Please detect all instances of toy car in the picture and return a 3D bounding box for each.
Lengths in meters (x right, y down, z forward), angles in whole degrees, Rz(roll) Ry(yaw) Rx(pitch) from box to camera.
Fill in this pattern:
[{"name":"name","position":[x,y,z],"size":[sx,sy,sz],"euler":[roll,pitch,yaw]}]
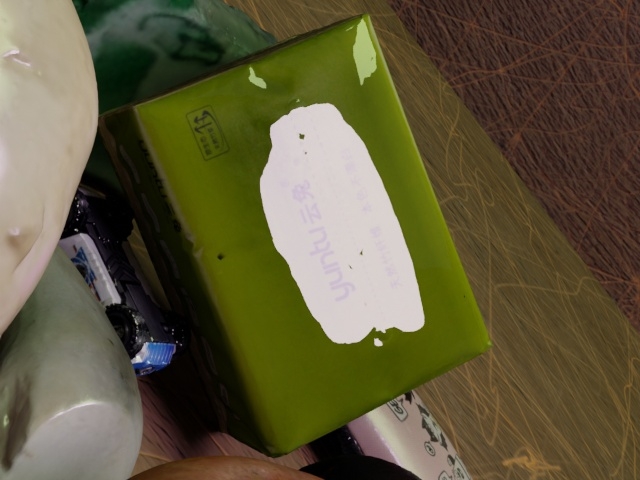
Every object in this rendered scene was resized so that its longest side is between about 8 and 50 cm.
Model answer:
[{"name":"toy car","position":[-0.166,0.025,1.052],"size":[0.170,0.070,0.080],"euler":[61,18,17]}]

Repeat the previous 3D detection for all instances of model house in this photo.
[{"name":"model house","position":[-0.189,-0.222,1.273],"size":[0.267,0.194,0.325],"euler":[30,26,-51]}]

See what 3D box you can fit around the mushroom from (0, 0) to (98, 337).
[{"name":"mushroom","position":[-0.235,-0.029,0.711],"size":[0.314,0.314,0.336],"euler":[63,-1,26]}]

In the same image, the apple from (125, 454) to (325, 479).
[{"name":"apple","position":[-0.056,0.239,0.722],"size":[0.253,0.253,0.253],"euler":[47,19,-22]}]

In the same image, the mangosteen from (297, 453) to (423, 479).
[{"name":"mangosteen","position":[-0.011,0.224,0.936],"size":[0.230,0.194,0.194],"euler":[22,27,-12]}]

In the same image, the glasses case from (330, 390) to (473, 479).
[{"name":"glasses case","position":[0.099,0.244,1.287],"size":[0.314,0.075,0.122],"euler":[60,26,-2]}]

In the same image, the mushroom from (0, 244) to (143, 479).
[{"name":"mushroom","position":[-0.179,0.069,0.913],"size":[0.118,0.103,0.270],"euler":[49,6,-40]}]

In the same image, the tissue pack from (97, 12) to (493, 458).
[{"name":"tissue pack","position":[-0.023,-0.006,1.098],"size":[0.274,0.200,0.167],"euler":[68,-19,-9]}]
